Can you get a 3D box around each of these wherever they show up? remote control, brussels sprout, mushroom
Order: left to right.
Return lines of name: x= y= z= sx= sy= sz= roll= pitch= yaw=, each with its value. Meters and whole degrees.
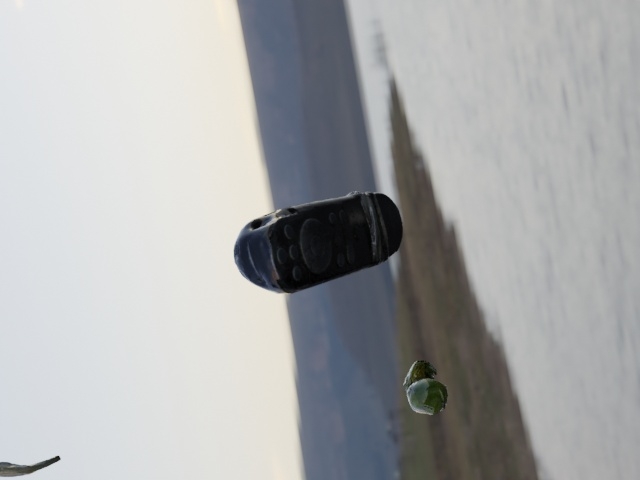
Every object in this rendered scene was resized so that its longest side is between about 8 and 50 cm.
mushroom: x=-0.467 y=0.290 z=1.824 sx=0.068 sy=0.306 sz=0.043 roll=44 pitch=132 yaw=42
remote control: x=0.000 y=0.000 z=1.615 sx=0.266 sy=0.066 sz=0.090 roll=-15 pitch=-79 yaw=-55
brussels sprout: x=0.128 y=0.183 z=1.857 sx=0.046 sy=0.051 sz=0.083 roll=58 pitch=-179 yaw=-21
